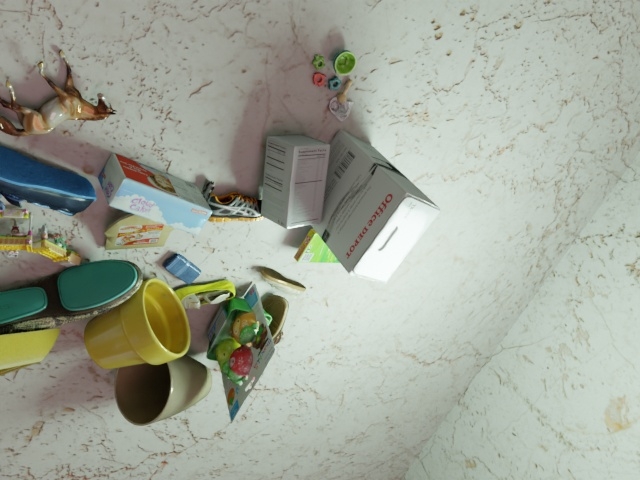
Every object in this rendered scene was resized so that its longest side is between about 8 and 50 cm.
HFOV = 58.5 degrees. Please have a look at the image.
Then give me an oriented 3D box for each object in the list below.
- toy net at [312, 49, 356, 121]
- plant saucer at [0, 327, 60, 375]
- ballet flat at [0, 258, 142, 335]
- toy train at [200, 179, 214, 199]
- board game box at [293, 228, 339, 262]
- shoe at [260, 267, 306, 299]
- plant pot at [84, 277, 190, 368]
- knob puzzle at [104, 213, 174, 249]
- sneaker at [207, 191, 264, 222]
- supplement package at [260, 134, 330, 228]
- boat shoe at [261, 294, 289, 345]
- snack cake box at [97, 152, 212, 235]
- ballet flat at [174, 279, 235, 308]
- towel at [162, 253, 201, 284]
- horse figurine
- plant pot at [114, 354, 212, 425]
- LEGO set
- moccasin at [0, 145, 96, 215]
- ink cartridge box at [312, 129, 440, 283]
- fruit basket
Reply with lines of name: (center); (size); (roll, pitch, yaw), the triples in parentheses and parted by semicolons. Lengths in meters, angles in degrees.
toy net: (0.047, -0.433, 1.649); (0.122, 0.045, 0.232); (-23, 134, -14)
plant saucer: (-0.898, 0.324, 1.473); (0.333, 0.080, 0.333); (-20, 173, 7)
ballet flat: (-0.736, 0.177, 1.610); (0.483, 0.163, 0.182); (-16, 154, -13)
toy train: (-0.353, -0.112, 1.671); (0.027, 0.036, 0.158); (24, 112, -28)
board game box: (0.029, 0.023, 1.988); (0.260, 0.039, 0.124); (6, 123, -48)
shoe: (-0.135, 0.156, 1.998); (0.219, 0.076, 0.058); (29, 102, -45)
plant pot: (-0.560, 0.272, 1.723); (0.239, 0.253, 0.254); (-24, 137, 11)
knob puzzle: (-0.509, -0.039, 1.607); (0.213, 0.029, 0.213); (-16, 155, -8)
sneaker: (-0.242, -0.106, 1.716); (0.215, 0.084, 0.083); (-8, 120, -28)
supplement package: (-0.075, -0.176, 1.670); (0.139, 0.134, 0.243); (-11, 117, -40)
boat shoe: (-0.202, 0.340, 2.100); (0.123, 0.123, 0.341); (-12, 130, -64)
snack cake box: (-0.439, -0.121, 1.526); (0.264, 0.152, 0.089); (22, 111, -41)
ballet flat: (-0.387, 0.184, 1.863); (0.231, 0.077, 0.077); (-12, 131, -23)
towel: (-0.433, 0.087, 1.790); (0.067, 0.029, 0.119); (-40, 135, 3)
horse figurine: (-0.633, -0.312, 1.312); (0.263, 0.066, 0.174); (-31, 130, -10)
plant pot: (-0.504, 0.483, 1.944); (0.256, 0.256, 0.274); (-50, 150, 13)
LEGO set: (-0.752, -0.011, 1.487); (0.287, 0.107, 0.132); (12, 153, -43)
moccasin: (-0.713, -0.123, 1.366); (0.117, 0.137, 0.342); (-42, 139, 22)
ink cartridge box: (0.125, -0.105, 1.717); (0.166, 0.395, 0.285); (17, 115, -40)
fruit basket: (-0.269, 0.362, 1.892); (0.166, 0.353, 0.327); (21, 114, -24)
